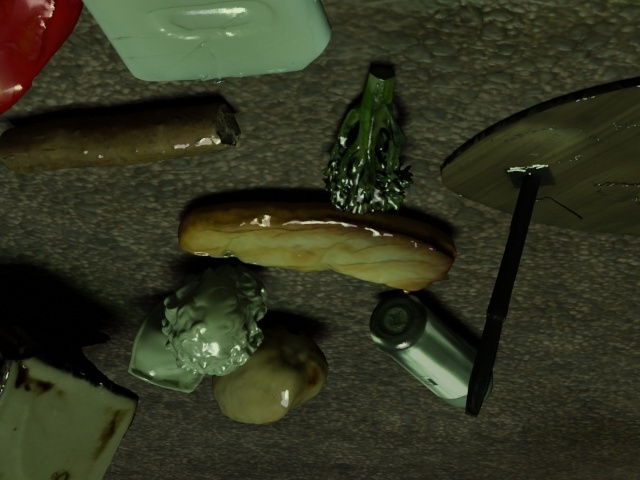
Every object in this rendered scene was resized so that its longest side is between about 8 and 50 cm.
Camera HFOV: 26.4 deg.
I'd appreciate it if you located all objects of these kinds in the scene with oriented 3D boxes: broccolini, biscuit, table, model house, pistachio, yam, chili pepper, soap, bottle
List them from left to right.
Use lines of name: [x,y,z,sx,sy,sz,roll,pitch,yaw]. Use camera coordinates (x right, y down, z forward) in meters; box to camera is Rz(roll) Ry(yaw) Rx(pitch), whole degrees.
chili pepper: [-0.301,-0.149,1.142,0.110,0.110,0.387,23,145,-34]
model house: [-0.424,0.198,1.749,0.282,0.297,0.317,42,-175,36]
yam: [-0.194,-0.097,1.295,0.241,0.056,0.057,-6,153,17]
soap: [-0.098,-0.226,0.943,0.173,0.095,0.289,-3,154,13]
pistachio: [-0.070,0.179,1.772,0.130,0.131,0.206,22,155,-17]
biscuit: [-0.001,-0.002,1.470,0.299,0.045,0.154,10,156,-10]
broccolini: [0.041,-0.084,1.265,0.091,0.068,0.202,20,157,13]
bottle: [0.141,0.141,1.721,0.096,0.079,0.254,34,176,39]
table: [0.296,0.043,1.273,0.317,0.249,0.317,4,155,2]

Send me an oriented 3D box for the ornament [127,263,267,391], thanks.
ornament: [-0.161,0.122,1.667,0.120,0.130,0.285,27,150,-15]
